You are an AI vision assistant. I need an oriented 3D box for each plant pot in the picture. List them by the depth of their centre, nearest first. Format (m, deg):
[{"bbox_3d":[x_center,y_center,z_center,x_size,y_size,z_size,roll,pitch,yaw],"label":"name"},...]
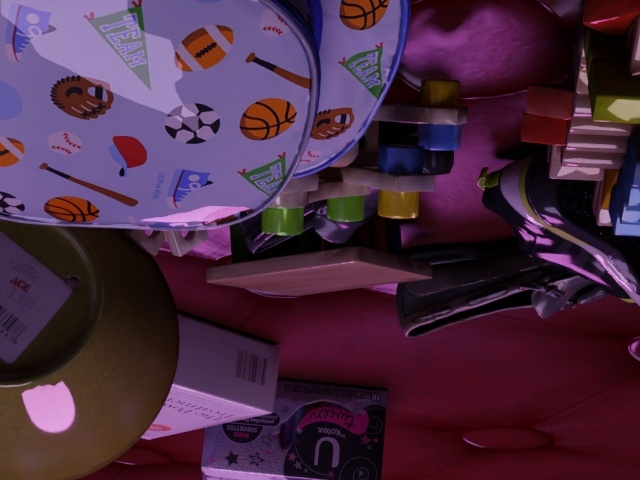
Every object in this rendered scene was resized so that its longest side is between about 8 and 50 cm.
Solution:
[{"bbox_3d":[-0.248,0.069,1.039,0.275,0.274,0.293,8,168,-8],"label":"plant pot"}]

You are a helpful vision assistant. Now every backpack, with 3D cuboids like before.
[{"bbox_3d":[-0.084,-0.134,0.680,0.263,0.213,0.276,-3,146,-16],"label":"backpack"}]

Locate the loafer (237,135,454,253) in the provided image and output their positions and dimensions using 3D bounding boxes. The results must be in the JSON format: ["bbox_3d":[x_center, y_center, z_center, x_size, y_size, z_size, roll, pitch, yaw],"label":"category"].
[{"bbox_3d":[0.018,-0.038,1.037,0.223,0.078,0.076,-13,176,38],"label":"loafer"}]

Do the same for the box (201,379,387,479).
[{"bbox_3d":[-0.039,0.286,1.746,0.247,0.142,0.163,5,157,-2],"label":"box"}]

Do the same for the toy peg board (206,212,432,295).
[{"bbox_3d":[0.000,0.000,1.177,0.161,0.079,0.161,-8,169,29],"label":"toy peg board"}]

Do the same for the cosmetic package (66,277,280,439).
[{"bbox_3d":[-0.285,0.151,1.544,0.377,0.097,0.284,22,155,-35],"label":"cosmetic package"}]

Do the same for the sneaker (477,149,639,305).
[{"bbox_3d":[0.226,-0.012,1.087,0.097,0.084,0.235,-6,147,46],"label":"sneaker"}]

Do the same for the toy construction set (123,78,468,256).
[{"bbox_3d":[-0.071,-0.071,0.936,0.215,0.151,0.328,-8,179,-44],"label":"toy construction set"}]

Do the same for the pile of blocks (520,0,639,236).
[{"bbox_3d":[0.196,-0.080,0.830,0.113,0.149,0.362,3,157,5],"label":"pile of blocks"}]

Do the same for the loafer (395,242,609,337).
[{"bbox_3d":[0.200,0.049,1.213,0.267,0.084,0.096,-7,154,26],"label":"loafer"}]
